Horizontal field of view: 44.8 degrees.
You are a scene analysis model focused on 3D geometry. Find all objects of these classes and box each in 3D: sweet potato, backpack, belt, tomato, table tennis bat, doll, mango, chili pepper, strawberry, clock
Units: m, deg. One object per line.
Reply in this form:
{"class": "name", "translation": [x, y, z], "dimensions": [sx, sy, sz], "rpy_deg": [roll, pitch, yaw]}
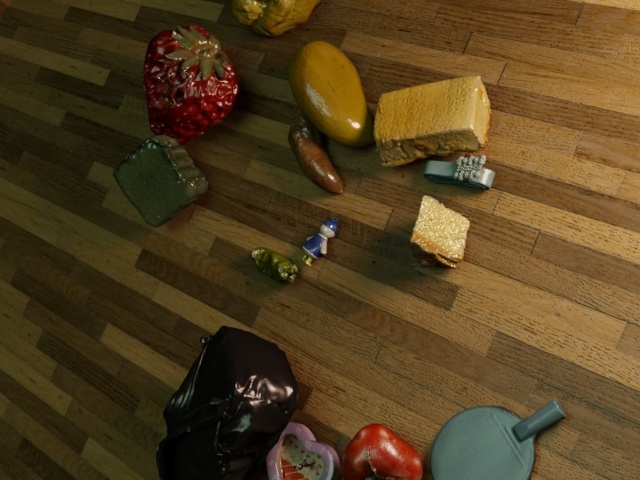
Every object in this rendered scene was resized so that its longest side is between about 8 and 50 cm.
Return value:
{"class": "sweet potato", "translation": [-0.030, -0.270, 2.110], "dimensions": [0.114, 0.092, 0.341], "rpy_deg": [-14, 66, 0]}
{"class": "backpack", "translation": [-0.248, 0.446, 1.889], "dimensions": [0.445, 0.255, 0.363], "rpy_deg": [-65, 23, 13]}
{"class": "belt", "translation": [0.323, -0.164, 1.860], "dimensions": [0.179, 0.100, 0.065], "rpy_deg": [9, 76, 35]}
{"class": "tomato", "translation": [0.128, 0.500, 1.722], "dimensions": [0.187, 0.151, 0.186], "rpy_deg": [2, 110, 6]}
{"class": "table tennis bat", "translation": [0.379, 0.444, 1.663], "dimensions": [0.329, 0.044, 0.215], "rpy_deg": [-39, 58, 17]}
{"class": "doll", "translation": [0.000, 0.000, 2.023], "dimensions": [0.142, 0.058, 0.099], "rpy_deg": [-55, 36, 3]}
{"class": "mango", "translation": [0.023, -0.388, 2.053], "dimensions": [0.142, 0.195, 0.331], "rpy_deg": [-58, 46, 53]}
{"class": "chili pepper", "translation": [-0.108, 0.076, 2.054], "dimensions": [0.204, 0.073, 0.072], "rpy_deg": [27, 107, 45]}
{"class": "strawberry", "translation": [-0.396, -0.433, 2.304], "dimensions": [0.317, 0.295, 0.345], "rpy_deg": [44, 136, 15]}
{"class": "clock", "translation": [-0.048, 0.546, 1.869], "dimensions": [0.198, 0.064, 0.172], "rpy_deg": [31, 91, 34]}

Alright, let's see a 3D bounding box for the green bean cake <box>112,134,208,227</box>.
{"class": "green bean cake", "translation": [-0.468, -0.182, 2.271], "dimensions": [0.223, 0.125, 0.227], "rpy_deg": [-36, 94, 24]}

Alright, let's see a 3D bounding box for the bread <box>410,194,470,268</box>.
{"class": "bread", "translation": [0.268, -0.018, 1.818], "dimensions": [0.127, 0.152, 0.147], "rpy_deg": [4, 68, 30]}

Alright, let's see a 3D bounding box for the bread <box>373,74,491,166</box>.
{"class": "bread", "translation": [0.273, -0.290, 1.901], "dimensions": [0.275, 0.114, 0.184], "rpy_deg": [-7, 55, 32]}

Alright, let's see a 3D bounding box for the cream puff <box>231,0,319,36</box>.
{"class": "cream puff", "translation": [-0.154, -0.775, 2.250], "dimensions": [0.325, 0.257, 0.291], "rpy_deg": [19, 81, 34]}
